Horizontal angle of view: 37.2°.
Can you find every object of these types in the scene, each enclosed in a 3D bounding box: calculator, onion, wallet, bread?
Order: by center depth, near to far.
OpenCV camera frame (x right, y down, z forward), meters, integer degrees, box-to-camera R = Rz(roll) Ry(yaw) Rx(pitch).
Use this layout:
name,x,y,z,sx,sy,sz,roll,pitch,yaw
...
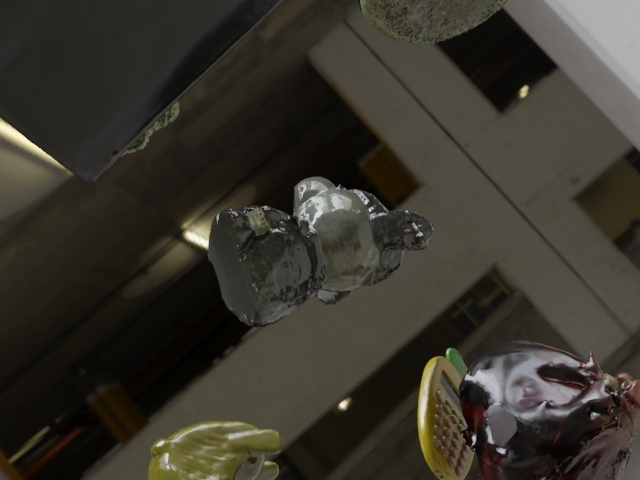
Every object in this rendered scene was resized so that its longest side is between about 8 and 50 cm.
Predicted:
name,x,y,z,sx,sy,sz,roll,pitch,yaw
wallet,-0.167,-0.256,0.924,0.406,0.228,0.062,-40,37,11
onion,0.307,0.260,1.337,0.221,0.280,0.281,14,-45,-33
bread,0.186,-0.390,1.433,0.267,0.040,0.267,-14,-30,-8
calculator,0.195,0.262,1.445,0.032,0.146,0.235,-21,29,28

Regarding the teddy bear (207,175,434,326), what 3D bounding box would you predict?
name,x,y,z,sx,sy,sz,roll,pitch,yaw
teddy bear,-0.016,0.010,1.071,0.251,0.144,0.171,-14,-26,-36

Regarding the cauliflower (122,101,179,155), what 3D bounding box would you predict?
name,x,y,z,sx,sy,sz,roll,pitch,yaw
cauliflower,-0.393,-0.280,1.742,0.256,0.239,0.315,-56,-12,-50

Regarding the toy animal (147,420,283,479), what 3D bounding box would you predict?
name,x,y,z,sx,sy,sz,roll,pitch,yaw
toy animal,-0.144,0.402,1.368,0.363,0.181,0.181,88,-169,-47
